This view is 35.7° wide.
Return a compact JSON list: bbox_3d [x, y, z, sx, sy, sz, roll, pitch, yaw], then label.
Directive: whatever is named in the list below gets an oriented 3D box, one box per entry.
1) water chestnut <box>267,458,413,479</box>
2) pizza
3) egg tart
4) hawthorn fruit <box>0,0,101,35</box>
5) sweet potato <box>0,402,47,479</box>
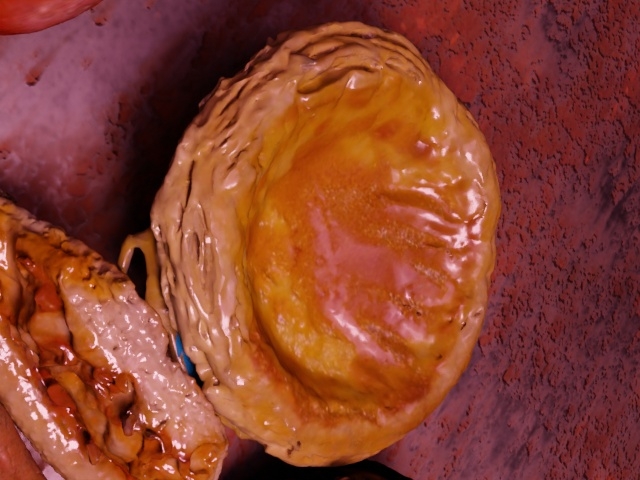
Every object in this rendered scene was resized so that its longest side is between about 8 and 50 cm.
[{"bbox_3d":[0.021,0.291,0.886,0.223,0.224,0.238,-5,128,-33],"label":"water chestnut"},{"bbox_3d":[-0.178,0.108,0.768,0.074,0.182,0.365,-48,119,-48],"label":"pizza"},{"bbox_3d":[0.000,0.000,0.881,0.387,0.169,0.388,-5,99,-37],"label":"egg tart"},{"bbox_3d":[-0.216,-0.280,0.649,0.284,0.284,0.284,-4,97,-33],"label":"hawthorn fruit"},{"bbox_3d":[-0.255,0.219,0.777,0.097,0.097,0.252,-30,109,-28],"label":"sweet potato"}]
